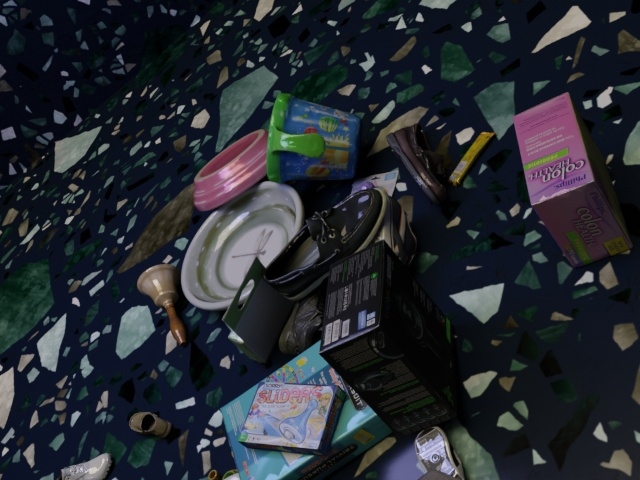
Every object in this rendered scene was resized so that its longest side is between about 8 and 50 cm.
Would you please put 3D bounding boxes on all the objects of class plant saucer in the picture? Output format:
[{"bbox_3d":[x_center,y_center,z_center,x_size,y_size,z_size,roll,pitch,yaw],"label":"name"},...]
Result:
[{"bbox_3d":[-0.187,0.029,2.054,0.400,0.100,0.400,-24,43,24],"label":"plant saucer"},{"bbox_3d":[-0.241,-0.215,2.248,0.332,0.084,0.332,-32,18,12],"label":"plant saucer"}]

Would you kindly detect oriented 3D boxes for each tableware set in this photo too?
[{"bbox_3d":[-0.181,0.480,1.707,0.154,0.024,0.104,-42,38,5],"label":"tableware set"}]

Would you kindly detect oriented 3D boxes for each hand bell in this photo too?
[{"bbox_3d":[-0.407,0.191,2.131,0.126,0.126,0.242,-39,51,9],"label":"hand bell"}]

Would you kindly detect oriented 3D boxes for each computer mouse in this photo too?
[{"bbox_3d":[0.226,0.417,1.381,0.106,0.042,0.193,-36,44,19],"label":"computer mouse"}]

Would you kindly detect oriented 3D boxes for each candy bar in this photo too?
[{"bbox_3d":[0.352,-0.194,1.828,0.161,0.018,0.040,-54,35,-10],"label":"candy bar"}]

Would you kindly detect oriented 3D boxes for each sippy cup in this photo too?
[{"bbox_3d":[-0.009,-0.253,2.021,0.224,0.240,0.305,8,45,6],"label":"sippy cup"}]

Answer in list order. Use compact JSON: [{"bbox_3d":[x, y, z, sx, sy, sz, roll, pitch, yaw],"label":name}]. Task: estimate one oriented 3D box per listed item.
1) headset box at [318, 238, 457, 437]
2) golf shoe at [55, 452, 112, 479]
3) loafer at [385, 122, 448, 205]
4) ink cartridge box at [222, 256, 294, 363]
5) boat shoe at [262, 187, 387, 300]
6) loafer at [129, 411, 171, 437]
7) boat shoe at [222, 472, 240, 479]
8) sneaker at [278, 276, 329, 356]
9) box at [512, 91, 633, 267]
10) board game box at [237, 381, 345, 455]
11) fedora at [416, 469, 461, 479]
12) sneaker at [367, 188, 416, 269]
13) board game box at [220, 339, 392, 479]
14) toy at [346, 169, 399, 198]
[{"bbox_3d":[0.138,0.189,1.464,0.131,0.283,0.246,-27,29,24],"label":"headset box"},{"bbox_3d":[-0.601,0.587,1.946,0.176,0.086,0.069,-41,36,4],"label":"golf shoe"},{"bbox_3d":[0.244,-0.196,1.863,0.095,0.109,0.302,-35,36,7],"label":"loafer"},{"bbox_3d":[-0.155,0.159,1.800,0.056,0.235,0.171,12,64,32],"label":"ink cartridge box"},{"bbox_3d":[-0.001,-0.003,1.717,0.340,0.113,0.127,-40,44,26],"label":"boat shoe"},{"bbox_3d":[-0.428,0.451,1.936,0.148,0.050,0.056,-3,54,40],"label":"loafer"},{"bbox_3d":[-0.228,0.571,1.624,0.227,0.079,0.081,-34,35,9],"label":"boat shoe"},{"bbox_3d":[-0.001,0.161,1.782,0.130,0.087,0.227,2,61,41],"label":"sneaker"},{"bbox_3d":[0.476,-0.113,1.484,0.117,0.213,0.243,-24,44,25],"label":"box"},{"bbox_3d":[-0.058,0.351,1.554,0.201,0.035,0.136,-6,50,35],"label":"board game box"},{"bbox_3d":[0.206,0.459,1.228,0.275,0.243,0.124,38,55,23],"label":"fedora"},{"bbox_3d":[0.142,0.053,1.724,0.126,0.127,0.321,-8,67,44],"label":"sneaker"},{"bbox_3d":[-0.028,0.364,1.610,0.336,0.079,0.254,-35,39,6],"label":"board game box"},{"bbox_3d":[0.103,-0.085,1.928,0.137,0.056,0.237,-10,50,35],"label":"toy"}]
